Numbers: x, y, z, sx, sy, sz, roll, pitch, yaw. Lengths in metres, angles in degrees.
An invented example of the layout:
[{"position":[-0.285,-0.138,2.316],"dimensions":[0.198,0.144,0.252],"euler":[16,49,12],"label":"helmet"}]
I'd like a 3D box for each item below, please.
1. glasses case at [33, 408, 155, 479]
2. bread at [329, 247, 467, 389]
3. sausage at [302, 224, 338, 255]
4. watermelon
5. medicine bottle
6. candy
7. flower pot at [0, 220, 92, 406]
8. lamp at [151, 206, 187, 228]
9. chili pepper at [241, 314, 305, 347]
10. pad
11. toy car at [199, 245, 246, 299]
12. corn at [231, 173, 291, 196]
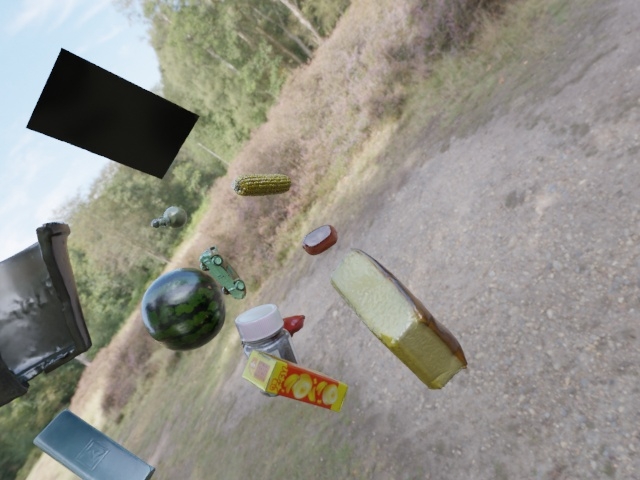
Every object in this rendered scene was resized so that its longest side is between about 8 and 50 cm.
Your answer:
[{"position":[-0.504,0.484,0.952],"dimensions":[0.105,0.266,0.056],"euler":[-62,-16,-16],"label":"glasses case"},{"position":[0.205,0.207,1.151],"dimensions":[0.143,0.333,0.323],"euler":[-44,42,-1],"label":"bread"},{"position":[0.000,0.000,1.064],"dimensions":[0.094,0.059,0.054],"euler":[-33,-25,-2],"label":"sausage"},{"position":[-0.462,0.235,1.481],"dimensions":[0.285,0.285,0.285],"euler":[-48,19,23],"label":"watermelon"},{"position":[-0.171,0.366,1.452],"dimensions":[0.165,0.273,0.165],"euler":[-18,9,3],"label":"medicine bottle"},{"position":[-0.069,0.402,1.237],"dimensions":[0.146,0.276,0.087],"euler":[2,67,52],"label":"candy"},{"position":[-0.604,0.157,0.804],"dimensions":[0.380,0.251,0.379],"euler":[-27,11,6],"label":"flower pot"},{"position":[-0.611,-0.083,1.732],"dimensions":[0.091,0.091,0.163],"euler":[-47,-6,27],"label":"lamp"},{"position":[-0.200,0.405,1.917],"dimensions":[0.388,0.110,0.110],"euler":[-18,-14,-43],"label":"chili pepper"},{"position":[-0.548,-0.320,1.172],"dimensions":[0.247,0.368,0.007],"euler":[-48,45,24],"label":"pad"},{"position":[-0.190,0.068,0.860],"dimensions":[0.059,0.122,0.035],"euler":[-22,24,45],"label":"toy car"},{"position":[-0.199,-0.192,1.489],"dimensions":[0.080,0.238,0.080],"euler":[12,107,47],"label":"corn"}]
